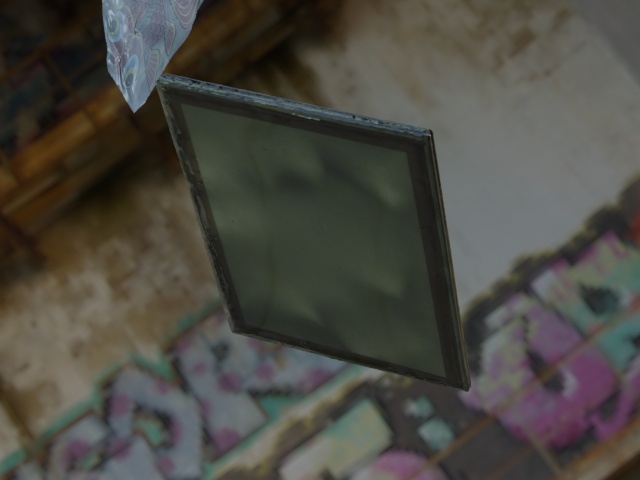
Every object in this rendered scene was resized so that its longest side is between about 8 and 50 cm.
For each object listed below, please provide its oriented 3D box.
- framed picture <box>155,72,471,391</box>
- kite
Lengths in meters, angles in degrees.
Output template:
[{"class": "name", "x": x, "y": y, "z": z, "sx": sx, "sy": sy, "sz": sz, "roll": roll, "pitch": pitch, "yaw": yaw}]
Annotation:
[{"class": "framed picture", "x": 0.000, "y": 0.000, "z": 1.176, "sx": 0.231, "sy": 0.173, "sz": 0.010, "roll": 78, "pitch": -147, "yaw": -48}, {"class": "kite", "x": -0.078, "y": -0.193, "z": 1.224, "sx": 0.016, "sy": 0.127, "sz": 0.229, "roll": 17, "pitch": -60, "yaw": -36}]
